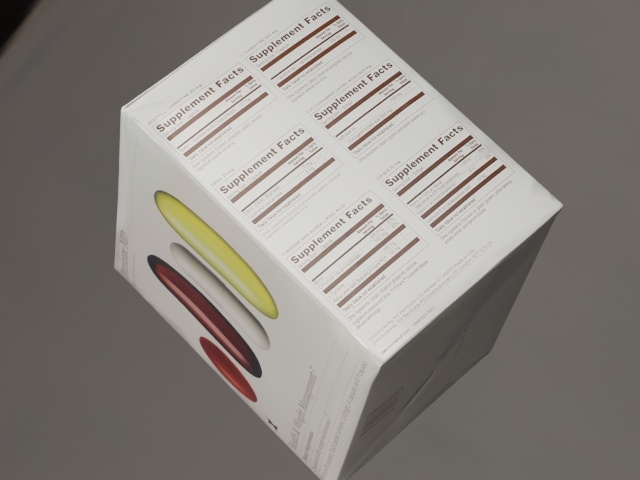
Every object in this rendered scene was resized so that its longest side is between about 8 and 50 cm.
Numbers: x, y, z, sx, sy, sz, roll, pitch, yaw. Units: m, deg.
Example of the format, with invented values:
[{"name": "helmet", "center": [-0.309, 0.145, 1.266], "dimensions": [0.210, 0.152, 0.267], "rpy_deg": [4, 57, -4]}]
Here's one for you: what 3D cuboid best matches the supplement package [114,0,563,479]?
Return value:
[{"name": "supplement package", "center": [0.000, 0.000, 0.953], "dimensions": [0.203, 0.149, 0.194], "rpy_deg": [44, 155, 16]}]
